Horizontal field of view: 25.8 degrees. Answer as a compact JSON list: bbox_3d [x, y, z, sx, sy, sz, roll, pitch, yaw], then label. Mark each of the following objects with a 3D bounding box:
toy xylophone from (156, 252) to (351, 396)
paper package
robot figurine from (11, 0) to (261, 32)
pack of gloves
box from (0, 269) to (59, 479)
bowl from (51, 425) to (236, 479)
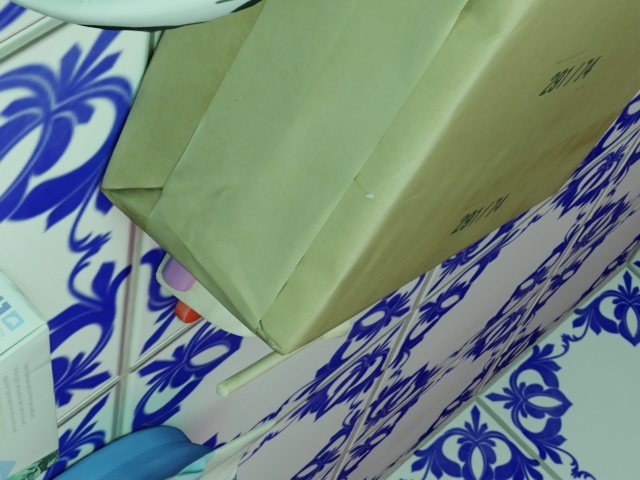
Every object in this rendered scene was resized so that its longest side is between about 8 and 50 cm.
[{"bbox_3d":[0.000,0.000,1.092,0.236,0.081,0.323,-53,163,25],"label":"toy xylophone"},{"bbox_3d":[0.073,-0.125,0.807,0.325,0.168,0.309,-30,160,-45],"label":"paper package"},{"bbox_3d":[-0.067,-0.158,0.346,0.278,0.209,0.173,54,53,-74],"label":"robot figurine"},{"bbox_3d":[-0.136,0.259,1.192,0.195,0.046,0.232,-52,163,25],"label":"pack of gloves"},{"bbox_3d":[-0.297,0.173,0.824,0.322,0.058,0.232,-37,162,-24],"label":"box"},{"bbox_3d":[-0.246,0.323,1.300,0.391,0.077,0.391,-41,164,-14],"label":"bowl"}]
